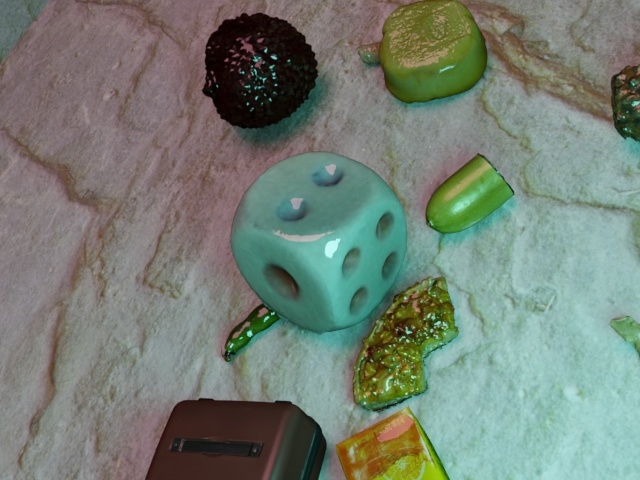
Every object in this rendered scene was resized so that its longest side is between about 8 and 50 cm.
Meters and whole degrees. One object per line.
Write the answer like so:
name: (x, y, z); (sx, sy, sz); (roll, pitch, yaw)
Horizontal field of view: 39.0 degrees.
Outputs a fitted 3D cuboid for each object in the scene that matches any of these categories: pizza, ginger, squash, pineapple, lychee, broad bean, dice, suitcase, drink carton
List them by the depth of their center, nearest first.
drink carton: (0.155, 0.452, 1.438); (0.154, 0.111, 0.351); (-29, 41, 5)
ginger: (0.576, 0.214, 1.442); (0.089, 0.075, 0.288); (-51, 44, 14)
suitcase: (-0.154, 0.410, 1.631); (0.297, 0.161, 0.236); (-4, 50, 27)
pizza: (0.160, 0.189, 1.710); (0.161, 0.085, 0.305); (18, 63, 40)
pineapple: (0.754, -0.277, 1.752); (0.361, 0.175, 0.175); (-5, 48, 16)
dice: (0.000, 0.000, 1.813); (0.265, 0.268, 0.262); (23, 54, 32)
squash: (0.297, -0.083, 1.865); (0.187, 0.123, 0.123); (-40, 42, -3)
broad bean: (-0.113, 0.162, 1.930); (0.254, 0.046, 0.065); (-37, 48, -3)
lychee: (-0.163, -0.440, 2.365); (0.330, 0.306, 0.306); (-18, 35, -26)

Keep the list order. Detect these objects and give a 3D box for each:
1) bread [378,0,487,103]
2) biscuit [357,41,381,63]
bread: (0.269, -0.462, 2.209); (0.270, 0.148, 0.270); (-8, 64, 17)
biscuit: (0.202, -0.500, 2.365); (0.219, 0.061, 0.055); (-3, 57, 26)
